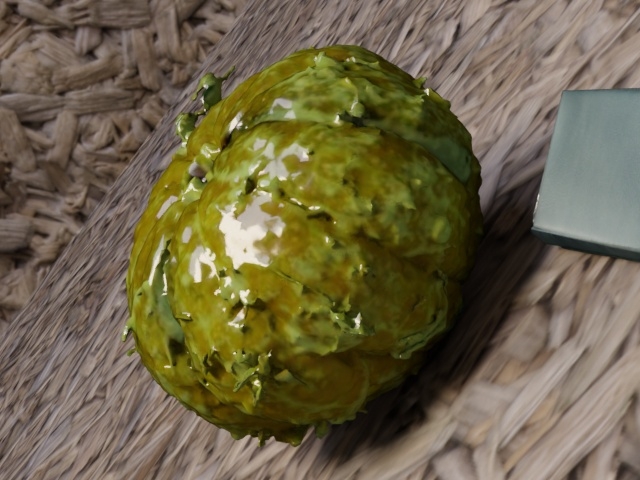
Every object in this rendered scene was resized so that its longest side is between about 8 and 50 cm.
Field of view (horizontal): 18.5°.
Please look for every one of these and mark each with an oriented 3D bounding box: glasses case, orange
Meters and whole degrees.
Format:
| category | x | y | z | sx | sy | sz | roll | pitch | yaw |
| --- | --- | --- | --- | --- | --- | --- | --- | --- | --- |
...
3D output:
| category | x | y | z | sx | sy | sz | roll | pitch | yaw |
| --- | --- | --- | --- | --- | --- | --- | --- | --- | --- |
| glasses case | 0.206 | -0.037 | 1.186 | 0.266 | 0.056 | 0.105 | -165 | 87 | -75 |
| orange | 0.000 | 0.000 | 1.399 | 0.301 | 0.223 | 0.300 | -22 | 44 | 59 |
